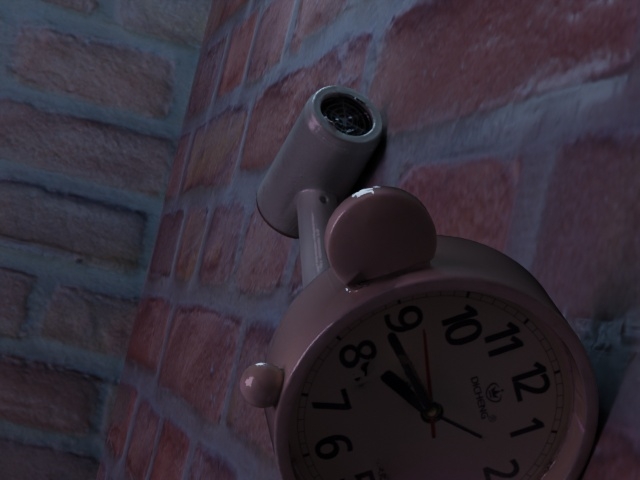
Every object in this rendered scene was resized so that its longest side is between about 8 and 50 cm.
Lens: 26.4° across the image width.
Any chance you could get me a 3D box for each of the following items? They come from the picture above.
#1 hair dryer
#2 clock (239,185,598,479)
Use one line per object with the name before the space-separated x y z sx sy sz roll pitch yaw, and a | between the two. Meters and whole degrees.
hair dryer | 0.000 0.000 1.098 0.131 0.073 0.236 122 155 -48
clock | 0.047 0.076 0.644 0.063 0.156 0.229 -109 0 -68
